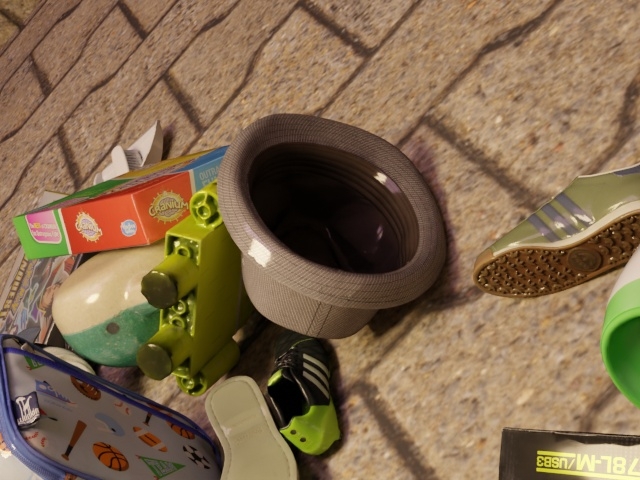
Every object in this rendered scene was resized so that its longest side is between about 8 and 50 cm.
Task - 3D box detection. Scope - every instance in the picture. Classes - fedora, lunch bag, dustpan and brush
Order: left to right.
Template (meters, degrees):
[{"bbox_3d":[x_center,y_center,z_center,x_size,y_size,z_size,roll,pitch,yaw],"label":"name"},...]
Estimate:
[{"bbox_3d":[-0.225,0.216,1.114,0.115,0.303,0.243,-50,31,10],"label":"lunch bag"},{"bbox_3d":[-0.298,-0.090,1.741,0.147,0.060,0.211,-38,47,20],"label":"dustpan and brush"},{"bbox_3d":[0.000,0.000,1.166,0.275,0.243,0.124,-101,27,-48],"label":"fedora"}]

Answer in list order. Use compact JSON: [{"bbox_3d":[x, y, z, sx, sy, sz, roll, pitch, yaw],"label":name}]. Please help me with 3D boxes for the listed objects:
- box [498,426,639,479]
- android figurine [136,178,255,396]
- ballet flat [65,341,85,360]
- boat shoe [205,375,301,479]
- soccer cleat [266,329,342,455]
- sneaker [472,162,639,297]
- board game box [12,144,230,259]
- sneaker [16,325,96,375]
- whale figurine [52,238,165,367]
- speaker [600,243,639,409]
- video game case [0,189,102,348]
[{"bbox_3d":[0.240,0.145,0.691,0.184,0.190,0.045,-10,72,48],"label":"box"},{"bbox_3d":[-0.116,0.043,1.245,0.273,0.056,0.248,-40,-39,-62],"label":"android figurine"},{"bbox_3d":[-0.328,0.162,1.559,0.049,0.057,0.173,-7,39,-5],"label":"ballet flat"},{"bbox_3d":[-0.059,0.229,1.113,0.081,0.069,0.228,-22,36,0],"label":"boat shoe"},{"bbox_3d":[-0.025,0.142,1.147,0.060,0.072,0.179,-42,33,16],"label":"soccer cleat"},{"bbox_3d":[0.225,-0.013,0.996,0.192,0.064,0.086,-23,34,38],"label":"sneaker"},{"bbox_3d":[-0.227,-0.055,1.492,0.242,0.064,0.316,-28,14,-39],"label":"board game box"},{"bbox_3d":[-0.413,0.231,1.328,0.236,0.130,0.323,-1,29,44],"label":"sneaker"},{"bbox_3d":[-0.200,0.062,1.426,0.272,0.141,0.216,-28,15,-4],"label":"whale figurine"},{"bbox_3d":[0.297,-0.009,0.755,0.131,0.131,0.296,-9,31,48],"label":"speaker"},{"bbox_3d":[-0.423,0.059,1.740,0.248,0.035,0.275,11,77,55],"label":"video game case"}]
